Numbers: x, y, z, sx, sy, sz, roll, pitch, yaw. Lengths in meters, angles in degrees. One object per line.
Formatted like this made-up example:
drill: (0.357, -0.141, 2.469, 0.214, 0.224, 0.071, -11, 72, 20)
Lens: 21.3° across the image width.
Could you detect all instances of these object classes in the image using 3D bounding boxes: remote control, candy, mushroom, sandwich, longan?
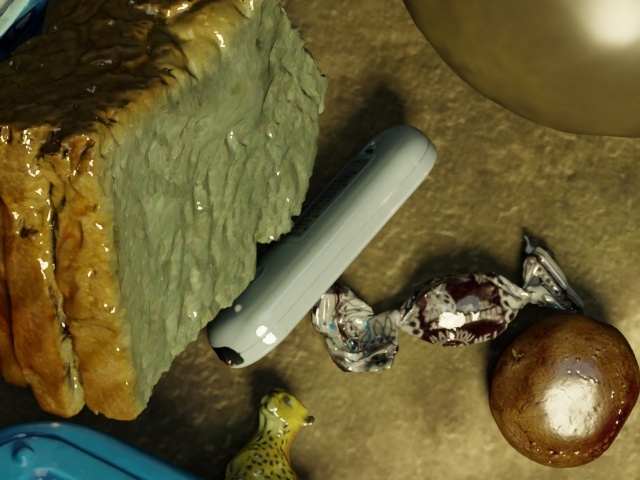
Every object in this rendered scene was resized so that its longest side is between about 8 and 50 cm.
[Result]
remote control: (0.000, 0.000, 1.324, 0.244, 0.087, 0.047, -49, 111, -18)
candy: (0.102, 0.049, 1.361, 0.226, 0.051, 0.094, -8, 79, -15)
mushroom: (0.193, 0.119, 1.355, 0.127, 0.087, 0.127, 0, 98, -1)
sandwich: (-0.114, -0.062, 1.209, 0.131, 0.262, 0.325, 16, 44, 21)
longan: (0.239, -0.253, 1.313, 0.404, 0.336, 0.404, 15, 39, -12)

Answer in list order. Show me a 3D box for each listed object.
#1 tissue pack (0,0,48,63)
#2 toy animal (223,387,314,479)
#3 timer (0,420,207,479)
tissue pack: (-0.297, -0.165, 1.186, 0.198, 0.263, 0.146, 37, 73, -1)
toy animal: (-0.019, 0.211, 1.271, 0.136, 0.073, 0.181, -36, 63, -27)
timer: (-0.165, 0.284, 1.098, 0.309, 0.115, 0.340, 24, 53, 11)
